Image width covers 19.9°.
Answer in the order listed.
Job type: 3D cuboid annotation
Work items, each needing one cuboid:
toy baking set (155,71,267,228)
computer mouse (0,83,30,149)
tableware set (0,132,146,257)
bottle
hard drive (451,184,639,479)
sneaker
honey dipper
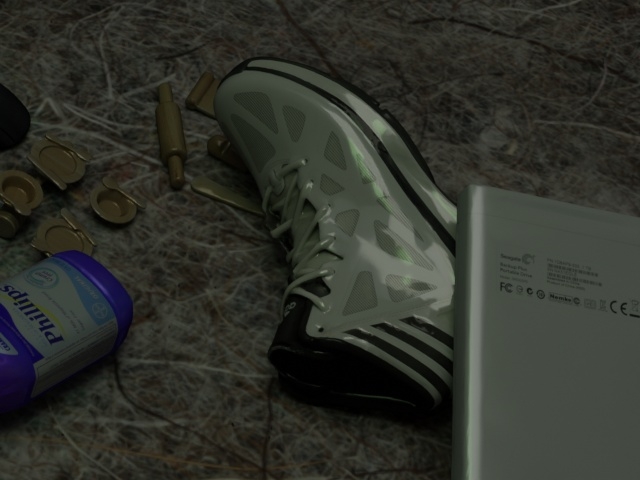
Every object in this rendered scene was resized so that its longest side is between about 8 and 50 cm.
[{"bbox_3d":[-0.092,-0.108,2.106,0.196,0.030,0.256,4,46,-11],"label":"toy baking set"},{"bbox_3d":[-0.463,-0.141,2.026,0.262,0.060,0.184,14,44,0],"label":"computer mouse"},{"bbox_3d":[-0.279,-0.046,1.982,0.141,0.020,0.169,39,40,4],"label":"tableware set"},{"bbox_3d":[-0.313,0.107,1.780,0.118,0.092,0.283,41,43,19],"label":"bottle"},{"bbox_3d":[0.246,0.130,1.844,0.233,0.047,0.353,11,65,-18],"label":"hard drive"},{"bbox_3d":[0.001,0.000,1.912,0.447,0.169,0.257,43,51,15],"label":"sneaker"},{"bbox_3d":[-0.314,-0.060,2.011,0.030,0.030,0.161,22,41,8],"label":"honey dipper"}]
